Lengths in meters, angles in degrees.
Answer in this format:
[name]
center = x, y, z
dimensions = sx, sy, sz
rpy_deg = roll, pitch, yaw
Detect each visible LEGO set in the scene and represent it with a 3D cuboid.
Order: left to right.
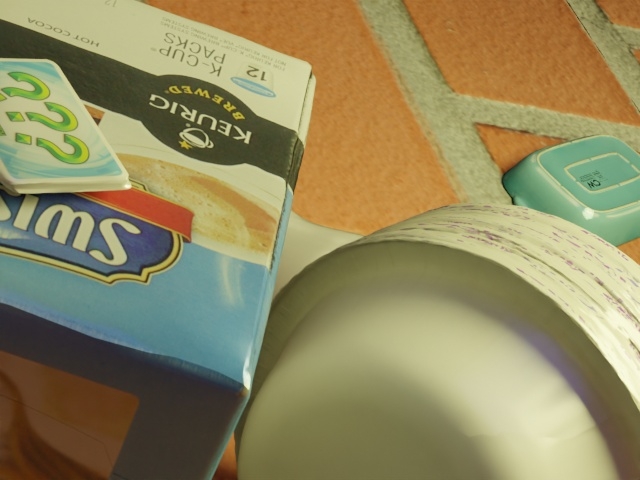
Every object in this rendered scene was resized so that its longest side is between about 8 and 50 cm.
[LEGO set]
center = -0.188, -0.109, 0.597
dimensions = 0.182, 0.060, 0.244
rpy_deg = -2, 41, -35

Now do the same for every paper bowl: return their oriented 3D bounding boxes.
[paper bowl]
center = 0.069, 0.131, 0.869
dimensions = 0.284, 0.284, 0.148
rpy_deg = 43, 37, 21

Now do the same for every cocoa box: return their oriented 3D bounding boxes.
[cocoa box]
center = -0.171, 0.077, 0.711
dimensions = 0.231, 0.347, 0.228
rpy_deg = 20, 35, -7

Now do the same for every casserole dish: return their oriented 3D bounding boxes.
[casserole dish]
center = 0.244, -0.048, 1.448
dimensions = 0.188, 0.037, 0.114
rpy_deg = -17, 54, -46

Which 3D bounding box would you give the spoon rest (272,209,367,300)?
[spoon rest]
center = 0.000, 0.000, 1.193
dimensions = 0.137, 0.084, 0.276
rpy_deg = -9, 62, -40
